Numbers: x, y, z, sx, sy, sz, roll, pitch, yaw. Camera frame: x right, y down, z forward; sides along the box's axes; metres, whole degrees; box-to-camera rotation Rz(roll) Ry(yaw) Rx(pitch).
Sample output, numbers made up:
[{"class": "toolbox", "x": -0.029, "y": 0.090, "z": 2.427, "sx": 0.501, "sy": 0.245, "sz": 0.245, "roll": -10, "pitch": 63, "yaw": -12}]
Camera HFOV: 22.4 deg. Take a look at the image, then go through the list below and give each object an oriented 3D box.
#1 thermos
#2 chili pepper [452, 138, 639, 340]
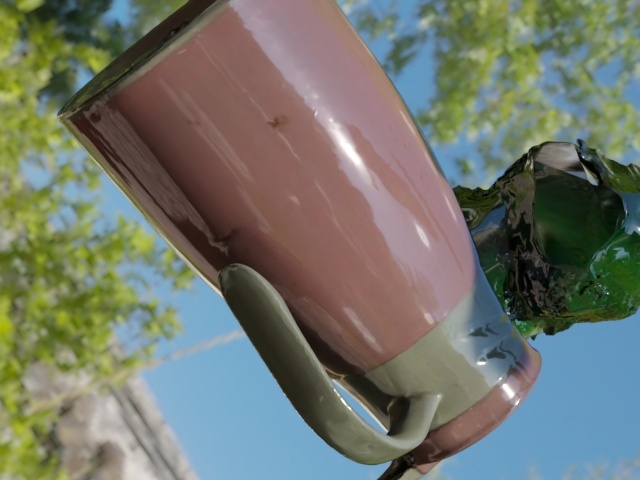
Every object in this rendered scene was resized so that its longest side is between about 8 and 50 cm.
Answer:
[{"class": "thermos", "x": 0.000, "y": 0.000, "z": 0.816, "sx": 0.146, "sy": 0.176, "sz": 0.265, "roll": -29, "pitch": -76, "yaw": 35}, {"class": "chili pepper", "x": 0.169, "y": 0.008, "z": 1.324, "sx": 0.116, "sy": 0.264, "sz": 0.148, "roll": 60, "pitch": 21, "yaw": -71}]
